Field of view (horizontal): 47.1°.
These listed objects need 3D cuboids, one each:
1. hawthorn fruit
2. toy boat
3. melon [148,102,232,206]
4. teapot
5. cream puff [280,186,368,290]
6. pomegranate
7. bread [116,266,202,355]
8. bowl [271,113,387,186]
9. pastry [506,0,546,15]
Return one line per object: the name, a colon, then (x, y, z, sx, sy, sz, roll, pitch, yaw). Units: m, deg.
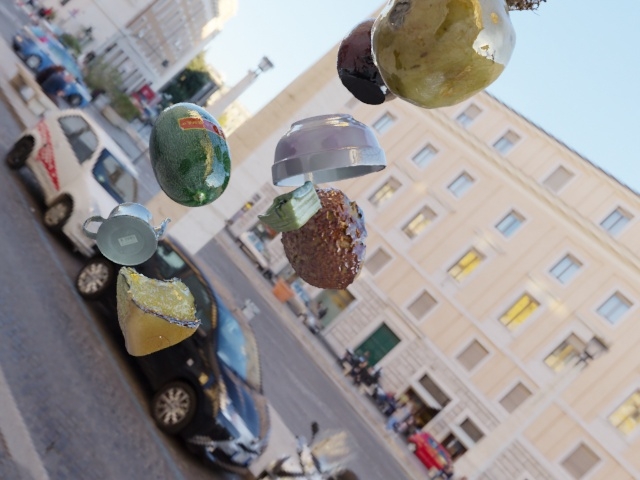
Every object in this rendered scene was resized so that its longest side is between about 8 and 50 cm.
hawthorn fruit: (0.194, -0.620, 2.544, 0.316, 0.316, 0.316, 47, -2, 2)
toy boat: (-0.073, -0.077, 1.826, 0.084, 0.111, 0.276, 49, -20, -9)
melon: (-0.289, -0.185, 1.642, 0.182, 0.182, 0.287, 50, 18, -54)
teapot: (-0.542, -0.039, 2.055, 0.149, 0.239, 0.162, -98, -172, -55)
cream puff: (0.001, -0.005, 2.256, 0.229, 0.350, 0.350, -1, 25, -27)
pomegranate: (0.281, -0.460, 1.680, 0.332, 0.332, 0.332, 47, -2, 2)
bread: (-0.326, 0.128, 1.491, 0.169, 0.160, 0.140, 104, -34, -47)
bowl: (0.014, -0.227, 1.822, 0.287, 0.287, 0.144, 116, -33, -88)
pastry: (0.515, -0.729, 1.955, 0.275, 0.275, 0.193, 47, 5, -3)
